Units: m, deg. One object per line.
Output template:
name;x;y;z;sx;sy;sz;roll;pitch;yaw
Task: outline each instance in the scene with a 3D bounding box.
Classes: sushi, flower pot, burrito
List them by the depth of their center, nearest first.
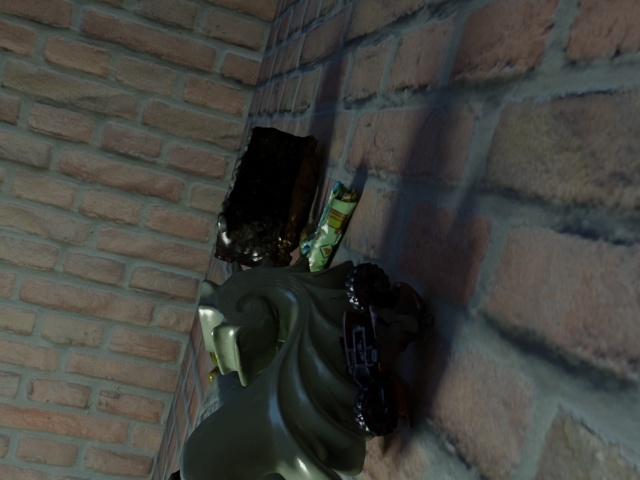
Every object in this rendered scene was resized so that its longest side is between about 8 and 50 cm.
flower pot;-0.048;0.194;1.007;0.164;0.254;0.367;90;178;-49
burrito;0.000;0.000;1.419;0.104;0.054;0.288;-99;27;-56
sushi;-0.123;-0.090;1.691;0.234;0.207;0.348;113;173;-74

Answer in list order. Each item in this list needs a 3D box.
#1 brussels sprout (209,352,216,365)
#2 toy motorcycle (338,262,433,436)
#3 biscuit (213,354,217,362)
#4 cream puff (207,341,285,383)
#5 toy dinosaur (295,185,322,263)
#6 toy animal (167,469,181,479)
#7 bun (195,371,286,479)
brussels sprout;-0.197;0.243;1.760;0.161;0.144;0.180;-44;-6;-15
toy motorcycle;0.087;0.134;0.910;0.084;0.118;0.212;-19;69;49
biscuit;-0.144;0.173;1.583;0.034;0.182;0.215;26;98;44
cream puff;-0.140;0.242;1.482;0.195;0.195;0.221;156;130;-71
toy dinosaur;-0.027;-0.019;1.572;0.126;0.039;0.162;122;159;-52
toy animal;-0.313;0.708;1.601;0.344;0.194;0.302;54;130;49
bun;-0.127;0.386;1.253;0.354;0.194;0.354;-168;90;-77
